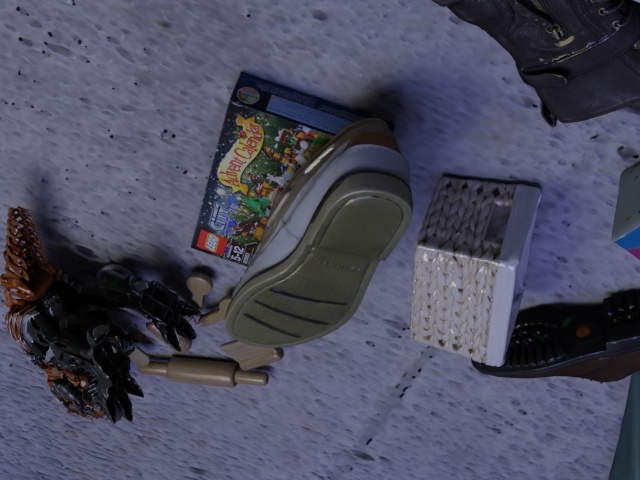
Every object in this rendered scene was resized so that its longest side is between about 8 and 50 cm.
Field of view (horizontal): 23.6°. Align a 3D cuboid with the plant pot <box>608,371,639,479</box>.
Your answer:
[{"bbox_3d":[0.435,0.321,1.649,0.248,0.252,0.247,9,138,9],"label":"plant pot"}]

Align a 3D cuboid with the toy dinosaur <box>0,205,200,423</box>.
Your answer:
[{"bbox_3d":[-0.280,0.100,1.703,0.218,0.164,0.322,13,161,31],"label":"toy dinosaur"}]

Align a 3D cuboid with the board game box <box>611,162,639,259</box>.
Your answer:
[{"bbox_3d":[0.454,-0.001,1.399,0.303,0.097,0.224,34,137,-18],"label":"board game box"}]

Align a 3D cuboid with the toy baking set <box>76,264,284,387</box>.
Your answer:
[{"bbox_3d":[-0.170,0.099,1.783,0.256,0.030,0.196,1,134,18],"label":"toy baking set"}]

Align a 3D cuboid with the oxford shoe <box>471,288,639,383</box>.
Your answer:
[{"bbox_3d":[0.269,0.121,1.612,0.227,0.082,0.096,-9,138,29],"label":"oxford shoe"}]

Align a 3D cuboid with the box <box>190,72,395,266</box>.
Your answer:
[{"bbox_3d":[-0.033,-0.052,1.548,0.159,0.044,0.233,18,140,-2],"label":"box"}]

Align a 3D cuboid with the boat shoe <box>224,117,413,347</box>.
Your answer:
[{"bbox_3d":[0.000,0.000,1.481,0.113,0.103,0.302,18,140,-23],"label":"boat shoe"}]

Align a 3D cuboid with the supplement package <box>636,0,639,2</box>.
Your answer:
[{"bbox_3d":[0.261,-0.278,1.035,0.139,0.244,0.134,23,139,-5],"label":"supplement package"}]

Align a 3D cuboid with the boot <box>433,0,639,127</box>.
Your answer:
[{"bbox_3d":[0.231,-0.206,1.266,0.229,0.091,0.263,35,141,-28],"label":"boot"}]

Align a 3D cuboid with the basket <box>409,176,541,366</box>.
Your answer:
[{"bbox_3d":[0.151,0.028,1.525,0.103,0.113,0.167,14,140,10],"label":"basket"}]
